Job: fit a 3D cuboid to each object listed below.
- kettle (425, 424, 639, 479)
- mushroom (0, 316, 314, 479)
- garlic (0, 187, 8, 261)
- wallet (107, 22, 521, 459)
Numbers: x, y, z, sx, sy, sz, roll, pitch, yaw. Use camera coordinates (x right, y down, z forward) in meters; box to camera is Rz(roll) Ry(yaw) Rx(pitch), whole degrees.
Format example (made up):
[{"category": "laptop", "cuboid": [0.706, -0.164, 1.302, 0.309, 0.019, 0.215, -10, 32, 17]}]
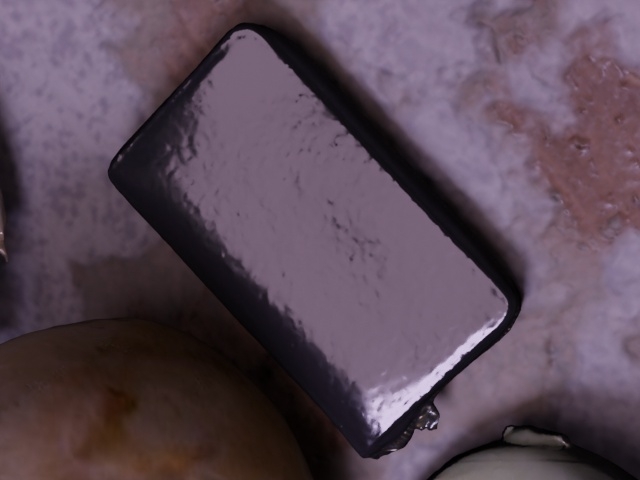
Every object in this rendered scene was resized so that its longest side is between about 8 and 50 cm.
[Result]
[{"category": "kettle", "cuboid": [0.125, 0.270, 0.973, 0.321, 0.228, 0.324, 47, 116, 41]}, {"category": "mushroom", "cuboid": [-0.151, 0.188, 1.052, 0.290, 0.292, 0.292, -6, 103, 55]}, {"category": "garlic", "cuboid": [-0.297, 0.043, 1.099, 0.185, 0.203, 0.281, -12, 70, 58]}, {"category": "wallet", "cuboid": [0.000, 0.000, 1.028, 0.250, 0.044, 0.149, 46, 113, 7]}]
